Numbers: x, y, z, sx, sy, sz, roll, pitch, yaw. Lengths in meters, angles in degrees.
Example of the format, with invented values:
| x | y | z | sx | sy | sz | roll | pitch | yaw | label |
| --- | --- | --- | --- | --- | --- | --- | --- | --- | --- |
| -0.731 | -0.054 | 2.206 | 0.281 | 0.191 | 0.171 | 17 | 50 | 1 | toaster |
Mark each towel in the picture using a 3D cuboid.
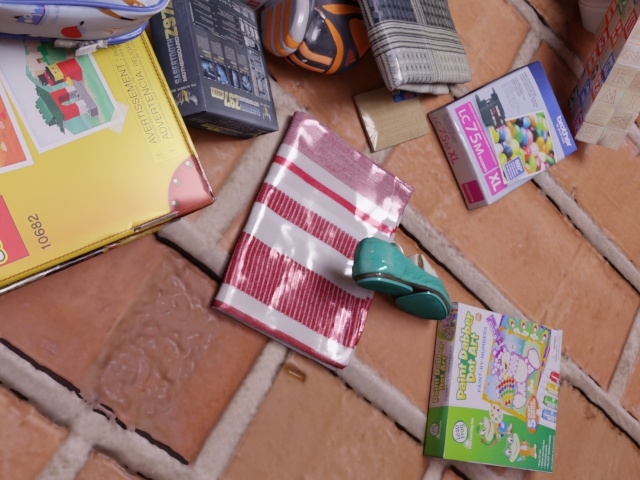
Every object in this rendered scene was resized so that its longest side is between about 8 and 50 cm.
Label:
| x | y | z | sx | sy | sz | roll | pitch | yaw | label |
| --- | --- | --- | --- | --- | --- | --- | --- | --- | --- |
| 0.000 | 0.000 | 1.146 | 0.237 | 0.037 | 0.329 | 31 | 68 | -24 | towel |
| 0.128 | -0.383 | 1.214 | 0.324 | 0.056 | 0.312 | -19 | 91 | -58 | towel |

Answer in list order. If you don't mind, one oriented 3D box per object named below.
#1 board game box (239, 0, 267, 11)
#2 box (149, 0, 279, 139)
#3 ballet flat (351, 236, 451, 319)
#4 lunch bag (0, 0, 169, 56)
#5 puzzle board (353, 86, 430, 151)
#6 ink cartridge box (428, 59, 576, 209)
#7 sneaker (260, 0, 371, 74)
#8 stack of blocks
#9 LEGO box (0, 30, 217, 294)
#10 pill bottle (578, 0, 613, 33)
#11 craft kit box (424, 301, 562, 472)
| x | y | z | sx | sy | sz | roll | pitch | yaw | label |
| --- | --- | --- | --- | --- | --- | --- | --- | --- | --- |
| -0.182 | -0.394 | 1.000 | 0.305 | 0.193 | 0.053 | 10 | 78 | -31 | board game box |
| -0.137 | -0.236 | 1.009 | 0.233 | 0.059 | 0.183 | -8 | 85 | -71 | box |
| 0.131 | 0.052 | 1.160 | 0.247 | 0.083 | 0.087 | 29 | 58 | -49 | ballet flat |
| -0.272 | -0.337 | 0.758 | 0.243 | 0.115 | 0.303 | -8 | 86 | -35 | lunch bag |
| 0.118 | -0.206 | 1.265 | 0.128 | 0.011 | 0.096 | -22 | 93 | -33 | puzzle board |
| 0.348 | -0.202 | 1.378 | 0.311 | 0.065 | 0.185 | -30 | 99 | -33 | ink cartridge box |
| 0.009 | -0.401 | 1.178 | 0.180 | 0.125 | 0.321 | 15 | 77 | -39 | sneaker |
| 0.549 | -0.335 | 1.376 | 0.087 | 0.297 | 0.171 | 14 | 45 | -1 | stack of blocks |
| -0.397 | -0.187 | 0.835 | 0.372 | 0.193 | 0.500 | -25 | 96 | -32 | LEGO box |
| 0.552 | -0.598 | 1.408 | 0.224 | 0.224 | 0.392 | -43 | 128 | -29 | pill bottle |
| 0.294 | 0.248 | 1.281 | 0.247 | 0.061 | 0.250 | 15 | 75 | -27 | craft kit box |
